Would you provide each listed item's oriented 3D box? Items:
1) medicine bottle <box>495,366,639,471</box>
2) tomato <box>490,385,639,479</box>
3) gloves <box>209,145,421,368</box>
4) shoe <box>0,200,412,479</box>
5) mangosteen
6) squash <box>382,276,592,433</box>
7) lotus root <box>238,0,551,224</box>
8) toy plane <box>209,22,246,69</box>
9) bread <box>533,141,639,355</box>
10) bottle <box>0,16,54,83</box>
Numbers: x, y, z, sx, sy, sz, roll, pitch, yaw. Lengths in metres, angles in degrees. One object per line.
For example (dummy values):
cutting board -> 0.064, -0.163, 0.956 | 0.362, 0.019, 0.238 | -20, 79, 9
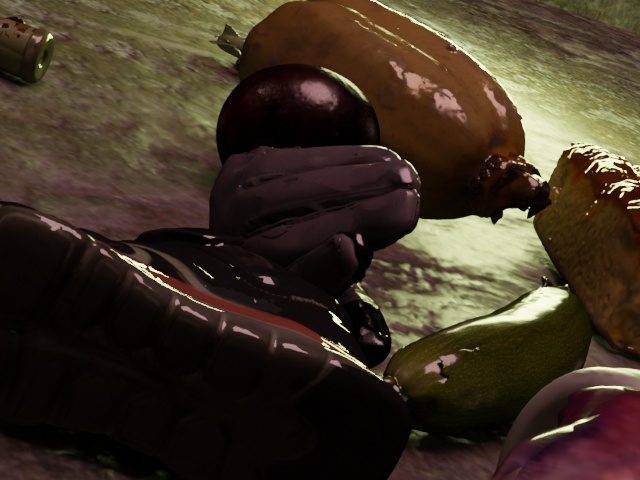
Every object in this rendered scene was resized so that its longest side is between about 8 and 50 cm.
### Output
medicine bottle -> 0.222, 0.144, 0.757 | 0.252, 0.144, 0.144 | 9, 22, -30
tomato -> 0.133, 0.204, 0.420 | 0.289, 0.176, 0.335 | -11, 47, -31
gloves -> -0.010, 0.004, 0.913 | 0.119, 0.142, 0.285 | -28, 6, -15
shoe -> -0.093, 0.035, 0.746 | 0.291, 0.114, 0.137 | 21, 23, -10
mangosteen -> -0.019, -0.071, 1.159 | 0.140, 0.140, 0.140 | 20, 18, -7
squash -> 0.118, 0.077, 0.952 | 0.080, 0.071, 0.318 | -12, 2, 32
lotus root -> 0.068, -0.105, 1.302 | 0.169, 0.151, 0.342 | -20, 47, -43
toy plane -> -0.065, -0.199, 1.589 | 0.111, 0.040, 0.102 | 23, 19, 1
bread -> 0.304, 0.017, 1.277 | 0.184, 0.114, 0.275 | 18, 20, -11
bottle -> -0.278, -0.170, 1.246 | 0.101, 0.047, 0.063 | 21, 8, 4
